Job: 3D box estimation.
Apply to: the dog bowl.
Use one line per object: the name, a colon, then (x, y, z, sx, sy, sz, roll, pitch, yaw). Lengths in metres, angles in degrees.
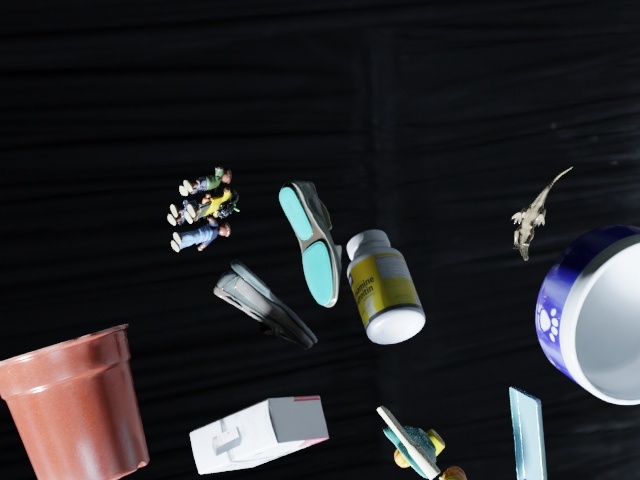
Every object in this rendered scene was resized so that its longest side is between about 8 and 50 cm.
dog bowl: (0.468, 0.111, 1.589, 0.104, 0.265, 0.264, -145, 52, -65)

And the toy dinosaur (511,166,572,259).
toy dinosaur: (0.362, -0.047, 1.759, 0.053, 0.092, 0.183, 27, 114, 13)

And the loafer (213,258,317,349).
loafer: (-0.114, 0.146, 2.102, 0.267, 0.084, 0.096, 47, 174, -31)

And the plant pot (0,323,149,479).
plant pot: (-0.453, 0.321, 1.930, 0.272, 0.272, 0.265, -23, 84, 63)

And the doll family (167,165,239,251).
doll family: (-0.194, -0.051, 1.791, 0.076, 0.111, 0.193, 57, 142, 14)

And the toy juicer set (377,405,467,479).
toy juicer set: (0.223, 0.495, 2.287, 0.089, 0.329, 0.209, -40, 58, 7)

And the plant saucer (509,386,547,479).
plant saucer: (0.346, 0.334, 1.711, 0.067, 0.018, 0.192, 25, 130, 56)

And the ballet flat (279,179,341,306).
ballet flat: (0.000, 0.000, 1.639, 0.072, 0.068, 0.213, -33, 73, 44)

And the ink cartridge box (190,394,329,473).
ink cartridge box: (-0.118, 0.373, 1.988, 0.218, 0.158, 0.092, -26, 70, 35)

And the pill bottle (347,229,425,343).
pill bottle: (0.105, 0.076, 1.762, 0.103, 0.103, 0.184, 115, 146, -48)
